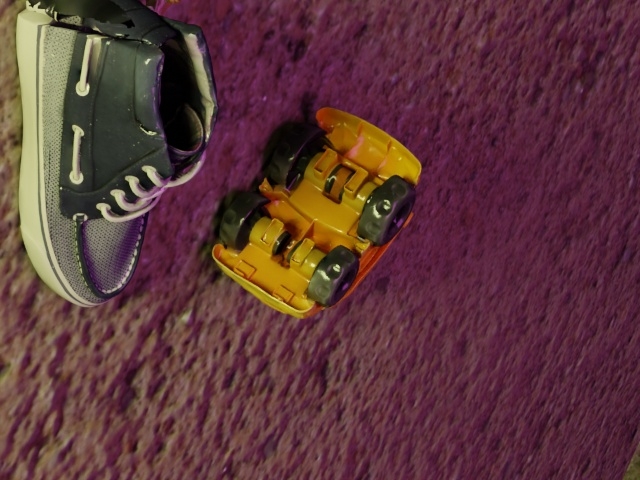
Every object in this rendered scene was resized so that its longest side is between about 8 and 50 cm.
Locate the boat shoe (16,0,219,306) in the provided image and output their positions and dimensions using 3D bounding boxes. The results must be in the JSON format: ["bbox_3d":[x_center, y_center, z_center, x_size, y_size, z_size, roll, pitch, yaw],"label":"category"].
[{"bbox_3d":[-0.173,-0.062,1.513,0.127,0.158,0.340,-38,140,-38],"label":"boat shoe"}]

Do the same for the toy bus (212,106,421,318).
[{"bbox_3d":[0.000,0.000,1.867,0.220,0.149,0.211,-52,163,-18],"label":"toy bus"}]

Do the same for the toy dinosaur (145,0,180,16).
[{"bbox_3d":[-0.127,-0.257,1.567,0.112,0.064,0.211,91,24,-52],"label":"toy dinosaur"}]
